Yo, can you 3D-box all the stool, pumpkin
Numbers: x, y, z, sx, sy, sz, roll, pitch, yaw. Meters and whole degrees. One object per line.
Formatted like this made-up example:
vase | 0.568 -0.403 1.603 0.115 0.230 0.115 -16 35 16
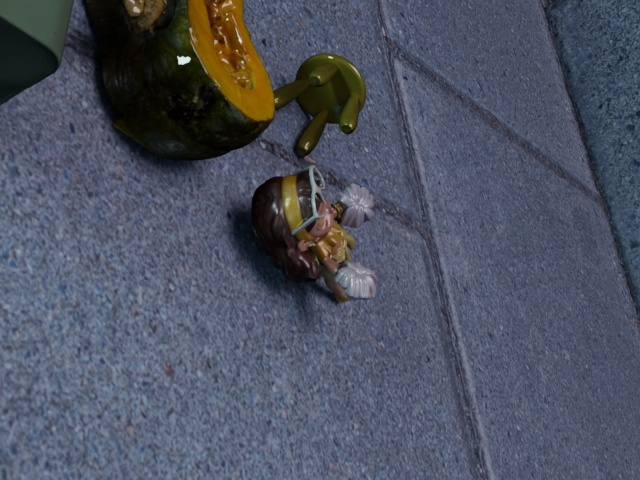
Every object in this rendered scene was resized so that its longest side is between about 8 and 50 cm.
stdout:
stool | -0.001 -0.198 1.555 0.135 0.134 0.110 18 34 9
pumpkin | -0.176 -0.251 1.277 0.222 0.139 0.317 18 54 -56

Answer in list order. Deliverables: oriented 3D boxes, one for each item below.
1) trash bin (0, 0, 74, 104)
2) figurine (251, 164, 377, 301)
trash bin | -0.343 -0.324 1.048 0.223 0.158 0.343 32 48 -43
figurine | -0.001 -0.001 1.396 0.240 0.115 0.175 40 39 -47
